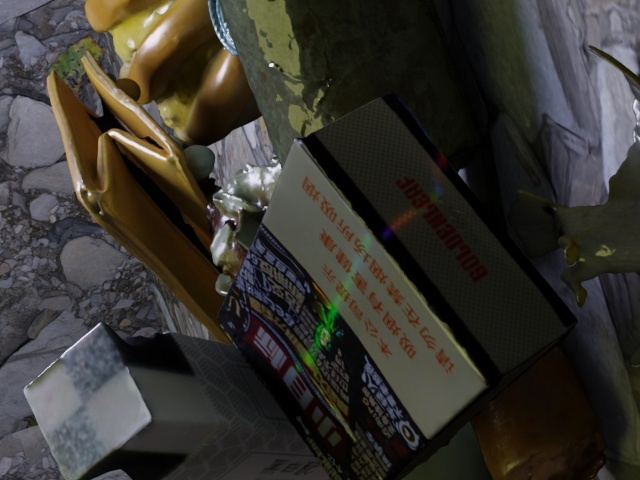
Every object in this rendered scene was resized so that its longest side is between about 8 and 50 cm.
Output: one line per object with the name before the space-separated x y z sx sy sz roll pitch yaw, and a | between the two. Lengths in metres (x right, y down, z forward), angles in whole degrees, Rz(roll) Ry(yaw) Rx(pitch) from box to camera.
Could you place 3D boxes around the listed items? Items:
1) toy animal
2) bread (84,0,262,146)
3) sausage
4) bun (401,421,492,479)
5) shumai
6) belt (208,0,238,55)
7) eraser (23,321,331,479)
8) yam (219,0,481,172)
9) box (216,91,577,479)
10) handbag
toy animal | 0.185 0.011 0.763 0.155 0.095 0.219 -125 21 -61
bread | -0.160 -0.247 1.534 0.316 0.212 0.270 -155 48 -75
sausage | 0.128 0.085 1.029 0.270 0.109 0.108 55 158 39
bun | 0.059 0.242 1.345 0.283 0.179 0.283 162 90 -73
shumai | 0.002 -0.001 1.218 0.189 0.218 0.255 -118 15 -68
belt | -0.028 -0.233 1.252 0.302 0.072 0.087 9 117 64
eraser | -0.070 0.151 1.077 0.098 0.096 0.404 58 -162 25
yam | 0.020 -0.148 1.024 0.304 0.168 0.168 68 167 -11
box | 0.036 0.057 0.917 0.198 0.084 0.310 53 153 13
handbag | -0.141 -0.024 1.453 0.401 0.133 0.283 50 179 -42
